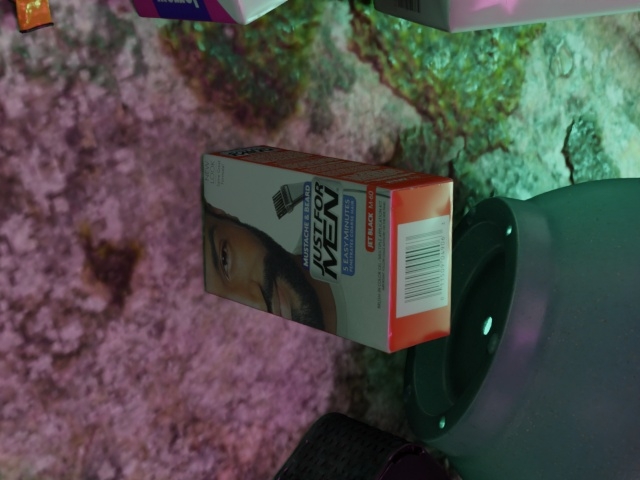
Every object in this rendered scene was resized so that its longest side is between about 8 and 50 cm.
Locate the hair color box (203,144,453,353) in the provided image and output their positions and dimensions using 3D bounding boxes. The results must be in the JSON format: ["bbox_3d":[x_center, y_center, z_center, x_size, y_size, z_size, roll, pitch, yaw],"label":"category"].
[{"bbox_3d":[0.000,0.000,0.754,0.053,0.167,0.093,-11,106,-39],"label":"hair color box"}]

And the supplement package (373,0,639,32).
[{"bbox_3d":[0.187,-0.234,0.784,0.293,0.177,0.175,-8,106,-10],"label":"supplement package"}]

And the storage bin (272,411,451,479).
[{"bbox_3d":[0.013,0.224,0.868,0.180,0.084,0.122,-53,127,-20],"label":"storage bin"}]

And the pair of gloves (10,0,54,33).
[{"bbox_3d":[-0.180,-0.143,0.678,0.083,0.010,0.074,-18,110,-35],"label":"pair of gloves"}]

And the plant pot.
[{"bbox_3d":[0.177,0.079,0.874,0.196,0.293,0.293,19,87,-13],"label":"plant pot"}]

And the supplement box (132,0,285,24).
[{"bbox_3d":[-0.068,-0.239,0.685,0.114,0.111,0.220,-37,120,-28],"label":"supplement box"}]

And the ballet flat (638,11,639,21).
[{"bbox_3d":[0.320,-0.238,0.997,0.182,0.164,0.483,-32,122,-8],"label":"ballet flat"}]
